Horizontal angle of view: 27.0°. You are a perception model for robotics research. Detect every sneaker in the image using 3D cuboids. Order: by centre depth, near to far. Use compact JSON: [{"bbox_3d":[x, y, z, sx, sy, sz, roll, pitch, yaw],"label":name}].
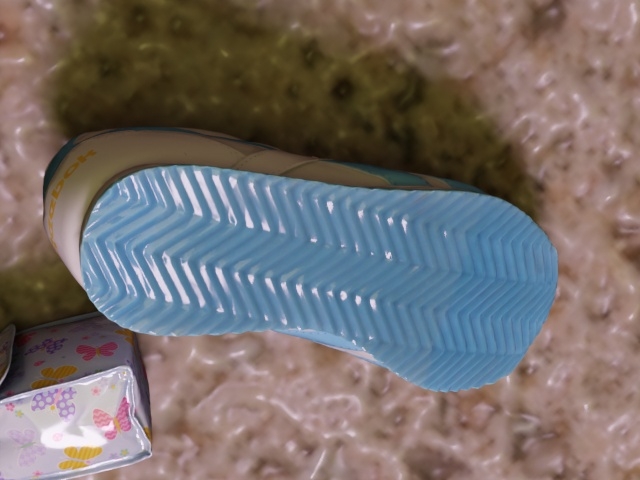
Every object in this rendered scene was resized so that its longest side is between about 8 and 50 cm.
[{"bbox_3d":[0.000,0.000,0.540,0.228,0.092,0.087,15,102,-32],"label":"sneaker"}]

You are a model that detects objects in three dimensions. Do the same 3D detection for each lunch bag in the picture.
[{"bbox_3d":[-0.114,0.064,0.546,0.083,0.071,0.053,-14,109,-3],"label":"lunch bag"}]
